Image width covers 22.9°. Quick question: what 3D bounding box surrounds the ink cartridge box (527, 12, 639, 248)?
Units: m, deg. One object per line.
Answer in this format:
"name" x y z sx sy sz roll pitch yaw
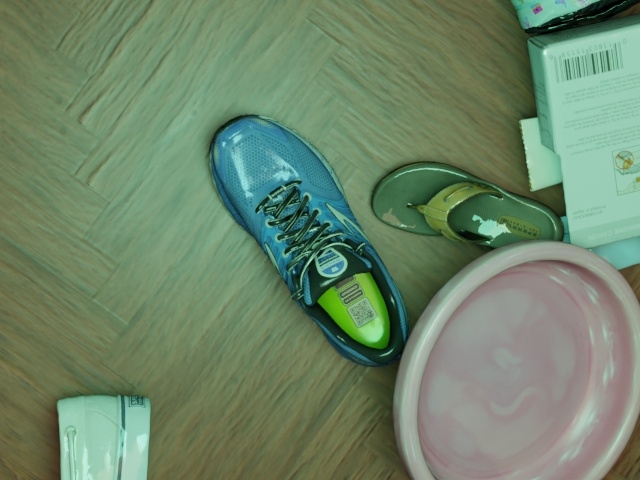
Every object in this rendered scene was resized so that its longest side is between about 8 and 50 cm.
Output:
"ink cartridge box" 0.383 -0.135 1.765 0.275 0.060 0.238 -13 110 -8

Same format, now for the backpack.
"backpack" 0.296 -0.299 1.758 0.182 0.152 0.115 -21 91 7

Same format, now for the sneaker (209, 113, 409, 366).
"sneaker" 0.000 0.000 1.729 0.130 0.147 0.330 -38 97 -3

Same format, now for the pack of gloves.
"pack of gloves" 0.343 -0.066 1.830 0.232 0.046 0.195 -13 97 -17

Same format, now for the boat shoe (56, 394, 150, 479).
"boat shoe" -0.277 0.349 1.726 0.157 0.136 0.367 5 91 -8

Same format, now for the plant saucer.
"plant saucer" 0.214 0.155 1.757 0.332 0.084 0.332 -8 107 -28

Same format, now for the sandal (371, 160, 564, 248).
"sandal" 0.164 -0.026 1.768 0.219 0.060 0.090 20 110 6
